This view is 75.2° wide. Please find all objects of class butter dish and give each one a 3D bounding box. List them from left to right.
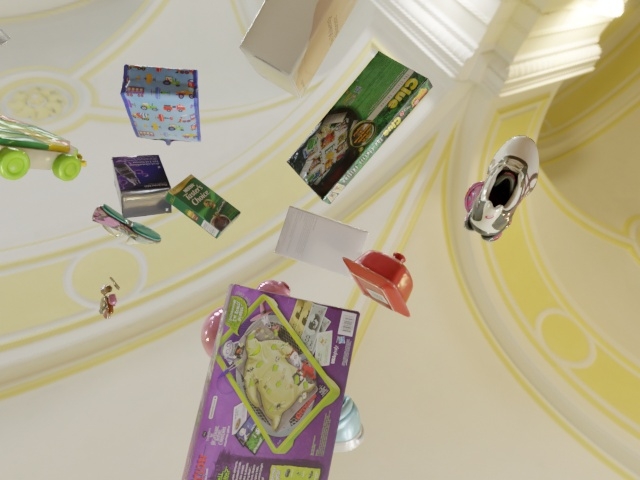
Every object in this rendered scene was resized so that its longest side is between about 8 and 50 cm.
[{"bbox_3d":[0.155,0.077,0.967,0.160,0.160,0.118,26,-113,42],"label":"butter dish"}]

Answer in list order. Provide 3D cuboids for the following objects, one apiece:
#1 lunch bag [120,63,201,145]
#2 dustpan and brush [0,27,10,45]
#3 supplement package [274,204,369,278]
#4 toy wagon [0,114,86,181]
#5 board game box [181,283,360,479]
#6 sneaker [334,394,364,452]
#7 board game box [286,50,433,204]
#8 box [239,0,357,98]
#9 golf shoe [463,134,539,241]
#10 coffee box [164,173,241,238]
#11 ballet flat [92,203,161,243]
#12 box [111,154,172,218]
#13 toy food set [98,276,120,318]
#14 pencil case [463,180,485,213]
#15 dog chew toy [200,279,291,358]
[{"bbox_3d":[-0.520,-0.421,1.397,0.220,0.293,0.138,-1,-119,-14],"label":"lunch bag"},{"bbox_3d":[-0.768,-0.437,0.821,0.211,0.147,0.060,9,-107,6],"label":"dustpan and brush"},{"bbox_3d":[0.000,0.000,1.505,0.292,0.175,0.178,19,-86,-5],"label":"supplement package"},{"bbox_3d":[-0.623,-0.199,0.840,0.267,0.068,0.344,24,-168,10],"label":"toy wagon"},{"bbox_3d":[-0.073,0.255,0.613,0.208,0.056,0.347,16,-100,-22],"label":"board game box"},{"bbox_3d":[-0.079,0.435,1.046,0.365,0.150,0.135,-7,-162,8],"label":"sneaker"},{"bbox_3d":[0.060,-0.200,0.732,0.030,0.260,0.136,29,-163,-49],"label":"board game box"},{"bbox_3d":[-0.021,-0.468,0.836,0.121,0.148,0.311,31,-85,4],"label":"box"},{"bbox_3d":[0.395,-0.126,0.860,0.105,0.120,0.273,25,-110,16],"label":"golf shoe"},{"bbox_3d":[-0.333,-0.099,1.182,0.184,0.040,0.113,38,-138,-4],"label":"coffee box"},{"bbox_3d":[-0.640,-0.035,1.369,0.221,0.079,0.077,34,-167,-29],"label":"ballet flat"},{"bbox_3d":[-0.585,-0.181,1.360,0.153,0.108,0.207,-11,-134,-29],"label":"box"},{"bbox_3d":[-0.571,0.162,1.112,0.078,0.122,0.019,36,-157,30],"label":"toy food set"},{"bbox_3d":[0.525,-0.119,1.320,0.124,0.124,0.284,42,-164,17],"label":"pencil case"},{"bbox_3d":[-0.230,0.257,1.355,0.332,0.206,0.207,-42,-112,8],"label":"dog chew toy"}]
